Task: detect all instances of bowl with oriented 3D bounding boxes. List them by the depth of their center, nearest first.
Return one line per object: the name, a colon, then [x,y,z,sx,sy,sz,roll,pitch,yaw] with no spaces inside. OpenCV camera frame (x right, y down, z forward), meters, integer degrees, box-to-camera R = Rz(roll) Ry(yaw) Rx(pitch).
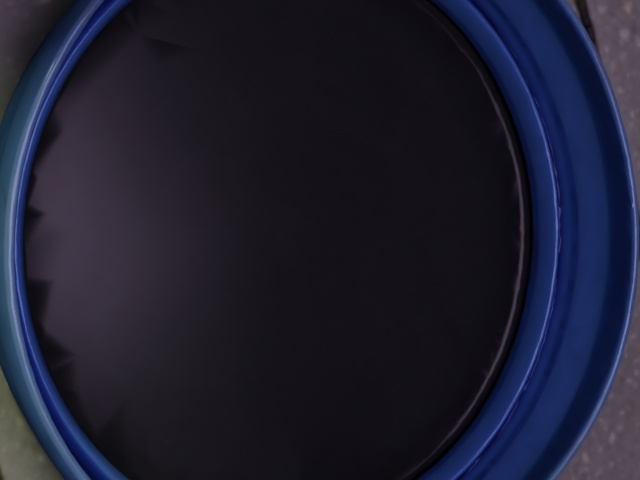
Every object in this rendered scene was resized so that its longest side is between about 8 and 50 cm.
bowl: [0.000,0.000,1.036,0.391,0.077,0.391,-2,93,-30]
